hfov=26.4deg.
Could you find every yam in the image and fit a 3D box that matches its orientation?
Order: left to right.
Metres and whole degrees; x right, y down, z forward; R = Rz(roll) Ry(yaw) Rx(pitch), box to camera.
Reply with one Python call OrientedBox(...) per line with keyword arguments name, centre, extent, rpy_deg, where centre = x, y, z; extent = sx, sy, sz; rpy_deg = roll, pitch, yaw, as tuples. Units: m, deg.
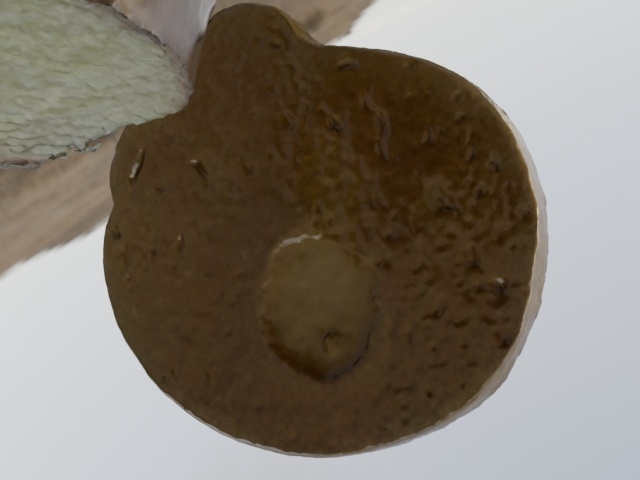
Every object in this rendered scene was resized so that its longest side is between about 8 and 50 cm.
OrientedBox(name="yam", centre=(-0.078, -0.145, 0.442), extent=(0.129, 0.128, 0.238), rpy_deg=(6, -116, 11))

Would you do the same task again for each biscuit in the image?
OrientedBox(name="biscuit", centre=(0.000, 0.000, 0.583), extent=(0.208, 0.181, 0.049), rpy_deg=(19, -177, 25))
